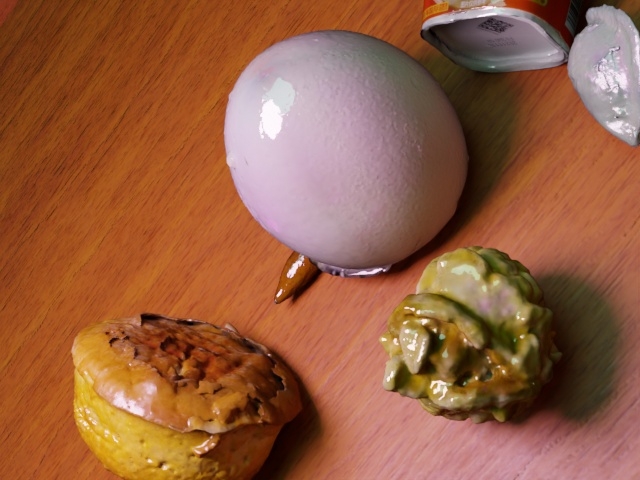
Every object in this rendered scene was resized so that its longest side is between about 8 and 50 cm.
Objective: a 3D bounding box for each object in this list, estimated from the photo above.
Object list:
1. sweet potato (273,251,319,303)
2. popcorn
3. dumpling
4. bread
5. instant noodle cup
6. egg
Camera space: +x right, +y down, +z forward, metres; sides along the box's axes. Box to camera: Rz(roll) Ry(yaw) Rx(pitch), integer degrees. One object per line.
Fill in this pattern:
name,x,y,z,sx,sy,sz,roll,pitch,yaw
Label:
sweet potato,0.001,0.001,1.432,0.057,0.057,0.264,34,85,44
popcorn,0.198,0.133,1.084,0.212,0.259,0.259,23,84,16
dumpling,0.398,-0.232,1.156,0.105,0.149,0.216,-27,58,22
bread,-0.215,0.251,1.322,0.358,0.337,0.204,28,111,45
instant noodle cup,0.290,-0.438,1.286,0.294,0.294,0.307,3,78,40
egg,0.010,-0.162,1.261,0.355,0.340,0.354,-15,58,26
